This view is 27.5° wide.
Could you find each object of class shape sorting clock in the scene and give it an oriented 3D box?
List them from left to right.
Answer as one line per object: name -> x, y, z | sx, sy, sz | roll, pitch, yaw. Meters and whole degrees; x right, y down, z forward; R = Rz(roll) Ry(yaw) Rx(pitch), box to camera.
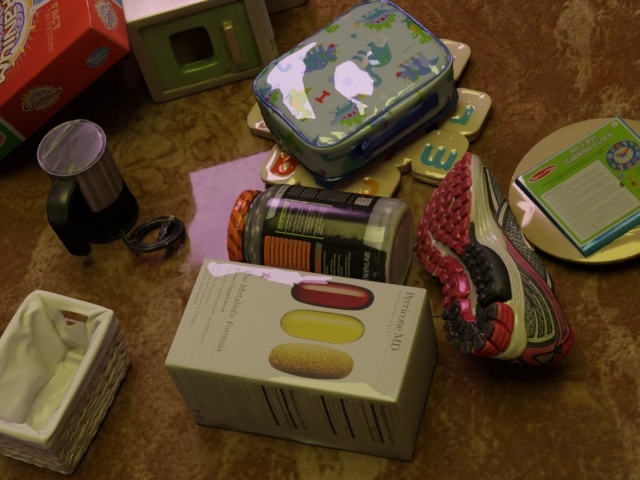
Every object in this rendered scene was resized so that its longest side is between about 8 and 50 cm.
shape sorting clock -> 0.315, -0.056, 1.469 | 0.206, 0.040, 0.206 | -8, 55, 11

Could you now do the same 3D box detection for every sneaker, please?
sneaker -> 0.182, 0.024, 1.409 | 0.112, 0.121, 0.299 | 17, 38, -22

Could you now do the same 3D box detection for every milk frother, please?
milk frother -> -0.243, -0.056, 1.533 | 0.143, 0.135, 0.129 | -9, 54, 6

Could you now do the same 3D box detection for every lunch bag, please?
lunch bag -> 0.044, -0.176, 1.557 | 0.219, 0.090, 0.176 | -36, 54, -14

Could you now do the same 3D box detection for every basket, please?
basket -> -0.289, 0.156, 1.411 | 0.113, 0.103, 0.167 | 13, 59, 20

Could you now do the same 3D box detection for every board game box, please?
board game box -> -0.383, -0.244, 1.652 | 0.316, 0.064, 0.242 | -35, 49, 24

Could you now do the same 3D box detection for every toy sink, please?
toy sink -> -0.128, -0.292, 1.668 | 0.234, 0.153, 0.131 | -15, 53, 0

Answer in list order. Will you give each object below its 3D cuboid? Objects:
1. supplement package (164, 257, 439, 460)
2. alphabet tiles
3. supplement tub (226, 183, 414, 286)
supplement package -> -0.013, 0.122, 1.355 | 0.244, 0.134, 0.139 | 7, 57, 17
alphabet tiles -> 0.059, -0.155, 1.609 | 0.284, 0.021, 0.278 | 17, 60, 23
supplement tub -> 0.000, 0.000, 1.451 | 0.190, 0.117, 0.117 | 9, 57, 18
